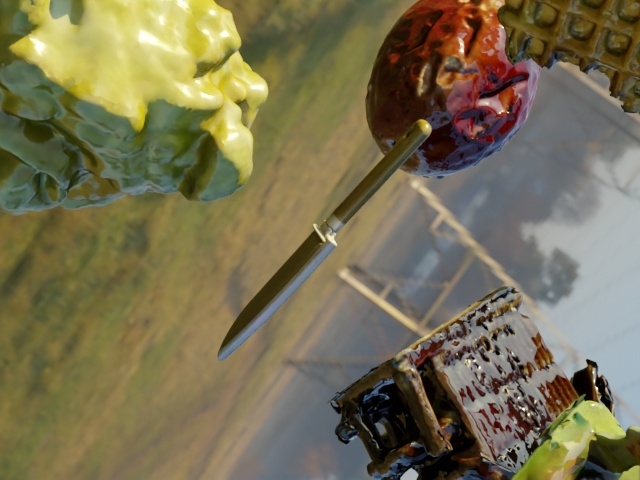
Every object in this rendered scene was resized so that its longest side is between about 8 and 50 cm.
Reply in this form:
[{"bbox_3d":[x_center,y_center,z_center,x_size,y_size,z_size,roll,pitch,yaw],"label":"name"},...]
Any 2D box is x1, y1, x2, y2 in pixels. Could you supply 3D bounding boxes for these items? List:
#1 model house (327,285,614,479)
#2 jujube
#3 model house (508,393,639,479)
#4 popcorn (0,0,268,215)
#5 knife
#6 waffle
[{"bbox_3d":[0.158,0.237,1.529,0.297,0.282,0.317,-30,173,-36],"label":"model house"},{"bbox_3d":[0.172,-0.201,1.719,0.290,0.197,0.197,-54,177,-27],"label":"jujube"},{"bbox_3d":[0.298,0.329,1.099,0.300,0.340,0.323,-44,-170,-24],"label":"model house"},{"bbox_3d":[-0.169,-0.118,1.010,0.235,0.250,0.242,-58,-152,-11],"label":"popcorn"},{"bbox_3d":[-0.001,-0.001,1.163,0.256,0.022,0.046,-47,-157,8],"label":"knife"},{"bbox_3d":[0.312,-0.247,1.510,0.291,0.291,0.051,-56,177,35],"label":"waffle"}]
